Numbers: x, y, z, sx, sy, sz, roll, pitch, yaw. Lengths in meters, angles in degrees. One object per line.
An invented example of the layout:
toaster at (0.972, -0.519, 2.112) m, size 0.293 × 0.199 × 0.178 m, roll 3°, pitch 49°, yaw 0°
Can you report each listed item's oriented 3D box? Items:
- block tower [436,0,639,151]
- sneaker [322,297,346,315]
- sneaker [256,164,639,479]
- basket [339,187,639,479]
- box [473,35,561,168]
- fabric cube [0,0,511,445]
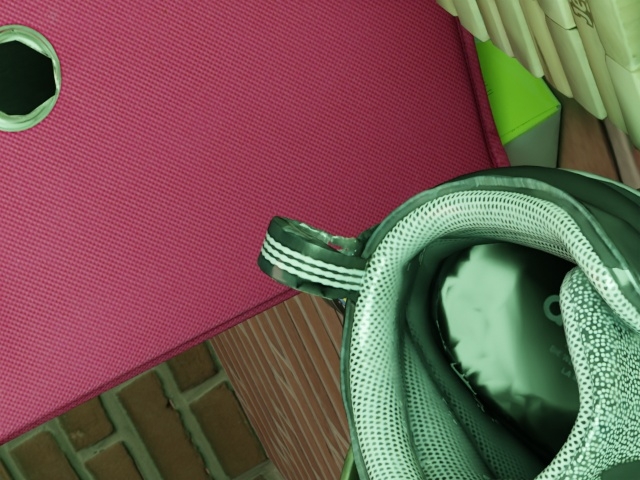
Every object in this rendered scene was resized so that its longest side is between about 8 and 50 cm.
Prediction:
block tower at (0.112, -0.063, 0.450) m, size 0.335 × 0.091 × 0.097 m, roll 49°, pitch 165°, yaw 56°
sneaker at (0.000, 0.000, 1.436) m, size 0.188 × 0.067 × 0.078 m, roll 53°, pitch 163°, yaw 26°
sneaker at (0.105, 0.061, 0.449) m, size 0.268 × 0.101 × 0.153 m, roll 29°, pitch -169°, yaw 28°
basket at (0.130, 0.098, 0.650) m, size 0.154 × 0.204 × 0.227 m, roll 62°, pitch -176°, yaw 27°
box at (0.064, -0.061, 0.922) m, size 0.109 × 0.042 × 0.178 m, roll 56°, pitch 170°, yaw 22°
fabric cube at (-0.117, -0.098, 0.817) m, size 0.259 × 0.258 × 0.254 m, roll 15°, pitch 125°, yaw 56°
